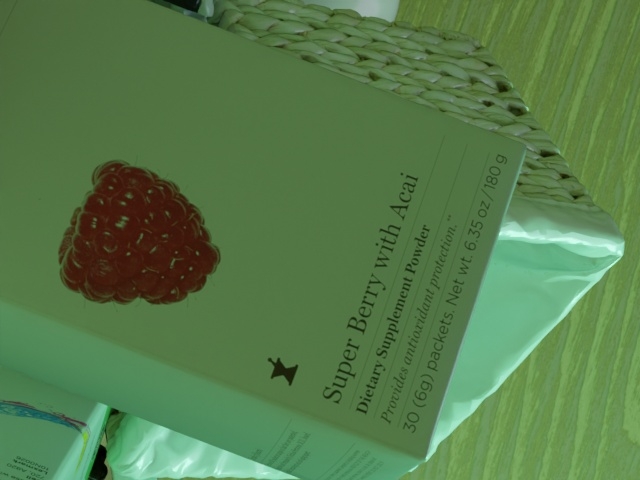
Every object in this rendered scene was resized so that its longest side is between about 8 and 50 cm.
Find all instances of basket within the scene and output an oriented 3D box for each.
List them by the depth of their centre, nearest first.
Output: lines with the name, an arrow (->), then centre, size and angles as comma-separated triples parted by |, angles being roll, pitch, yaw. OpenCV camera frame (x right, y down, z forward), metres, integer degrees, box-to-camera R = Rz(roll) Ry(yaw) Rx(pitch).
basket -> 0.000, 0.000, 1.135 | 0.331, 0.328, 0.266 | -51, -131, 35

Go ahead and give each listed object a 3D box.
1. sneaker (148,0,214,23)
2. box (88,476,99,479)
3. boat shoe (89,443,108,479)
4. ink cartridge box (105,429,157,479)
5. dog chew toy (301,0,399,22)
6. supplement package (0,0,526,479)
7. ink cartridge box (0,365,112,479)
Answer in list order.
sneaker -> -0.086, -0.260, 0.982 | 0.292, 0.110, 0.118 | -61, -169, 19
box -> -0.204, 0.326, 1.303 | 0.279, 0.290, 0.177 | 112, -1, -75
boat shoe -> -0.320, 0.314, 1.790 | 0.223, 0.080, 0.073 | -116, -139, -83
ink cartridge box -> -0.251, 0.227, 1.794 | 0.176, 0.069, 0.371 | 113, -29, -74
dog chew toy -> -0.061, -0.216, 1.527 | 0.332, 0.206, 0.206 | -53, -173, 20
supplement package -> -0.070, 0.000, 0.740 | 0.175, 0.293, 0.177 | 115, -5, -72
ink cartridge box -> -0.241, 0.199, 0.937 | 0.278, 0.117, 0.201 | -77, -173, -77
